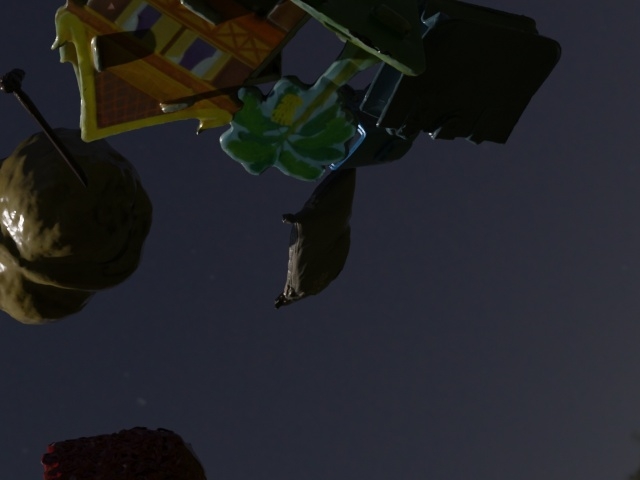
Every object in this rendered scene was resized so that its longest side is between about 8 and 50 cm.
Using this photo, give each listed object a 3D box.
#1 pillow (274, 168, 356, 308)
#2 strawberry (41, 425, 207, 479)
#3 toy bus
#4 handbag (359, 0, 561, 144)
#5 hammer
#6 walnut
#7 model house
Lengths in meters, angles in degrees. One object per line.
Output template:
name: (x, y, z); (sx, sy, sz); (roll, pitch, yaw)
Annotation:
pillow: (0.000, 0.000, 1.993); (0.169, 0.059, 0.255); (-42, -23, -29)
strawberry: (-0.244, 0.326, 1.740); (0.178, 0.234, 0.234); (-34, -29, 4)
toy bus: (0.061, -0.159, 1.893); (0.090, 0.106, 0.184); (-48, -18, 27)
handbag: (0.170, -0.193, 1.603); (0.229, 0.062, 0.179); (5, -58, -41)
hammer: (-0.345, -0.142, 1.692); (0.021, 0.065, 0.178); (-30, -67, 14)
walnut: (-0.390, -0.026, 1.976); (0.253, 0.282, 0.277); (56, -155, -16)
model house: (-0.103, -0.221, 1.383); (0.357, 0.242, 0.313); (29, -52, -26)
